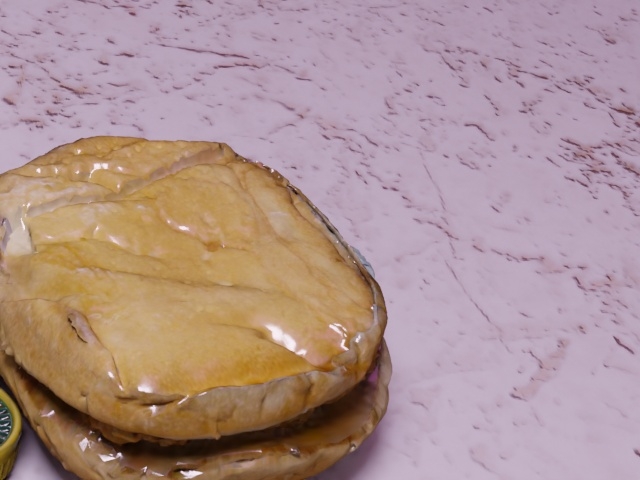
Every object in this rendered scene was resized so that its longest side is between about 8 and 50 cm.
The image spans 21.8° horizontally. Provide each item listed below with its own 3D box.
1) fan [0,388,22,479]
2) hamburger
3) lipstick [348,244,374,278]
[{"bbox_3d":[-0.227,0.101,1.049,0.082,0.039,0.155,8,35,-8],"label":"fan"},{"bbox_3d":[-0.093,0.046,1.084,0.259,0.145,0.283,-8,45,-24],"label":"hamburger"},{"bbox_3d":[0.000,0.000,1.266,0.037,0.037,0.116,-8,37,-27],"label":"lipstick"}]
